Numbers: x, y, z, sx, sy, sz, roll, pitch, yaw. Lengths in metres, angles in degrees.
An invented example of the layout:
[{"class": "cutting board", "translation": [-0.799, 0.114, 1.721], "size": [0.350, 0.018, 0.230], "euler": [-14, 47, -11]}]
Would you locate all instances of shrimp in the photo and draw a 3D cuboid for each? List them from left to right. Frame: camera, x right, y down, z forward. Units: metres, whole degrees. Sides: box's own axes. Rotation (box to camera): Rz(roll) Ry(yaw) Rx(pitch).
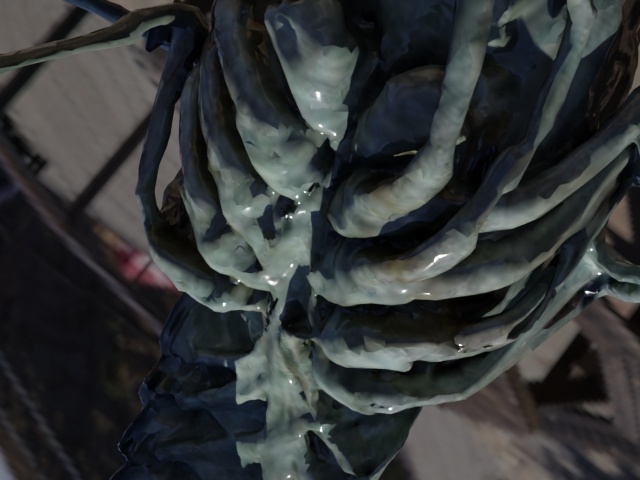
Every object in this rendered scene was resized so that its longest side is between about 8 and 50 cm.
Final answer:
[{"class": "shrimp", "translation": [0.003, -0.004, 0.439], "size": [0.221, 0.166, 0.410], "euler": [34, 128, 14]}]
